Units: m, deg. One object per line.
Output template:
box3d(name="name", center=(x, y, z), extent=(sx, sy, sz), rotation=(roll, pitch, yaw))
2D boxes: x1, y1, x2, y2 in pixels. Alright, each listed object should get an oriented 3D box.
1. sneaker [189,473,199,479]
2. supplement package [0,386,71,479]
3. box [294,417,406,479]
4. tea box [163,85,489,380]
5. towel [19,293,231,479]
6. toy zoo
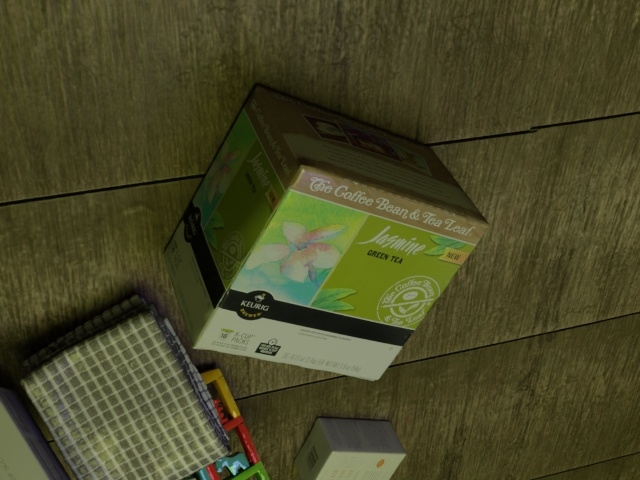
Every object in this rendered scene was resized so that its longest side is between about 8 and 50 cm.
box3d(name="sneaker", center=(-0.225, 0.562, 1.719), extent=(0.137, 0.210, 0.366), rotation=(-25, 133, -2))
box3d(name="supplement package", center=(-0.475, 0.375, 1.326), extent=(0.204, 0.262, 0.145), rotation=(-34, 169, -10))
box3d(name="box", center=(0.057, 0.426, 1.812), extent=(0.170, 0.091, 0.130), rotation=(10, 122, -29))
box3d(name="tea box", center=(0.000, 0.000, 1.348), extent=(0.328, 0.220, 0.324), rotation=(14, 120, -32))
box3d(name="towel", center=(-0.299, 0.254, 1.417), extent=(0.235, 0.121, 0.284), rotation=(-28, 101, 0))
box3d(name="toy zoo", center=(-0.213, 0.348, 1.555), extent=(0.192, 0.030, 0.293), rotation=(-26, 96, -27))
